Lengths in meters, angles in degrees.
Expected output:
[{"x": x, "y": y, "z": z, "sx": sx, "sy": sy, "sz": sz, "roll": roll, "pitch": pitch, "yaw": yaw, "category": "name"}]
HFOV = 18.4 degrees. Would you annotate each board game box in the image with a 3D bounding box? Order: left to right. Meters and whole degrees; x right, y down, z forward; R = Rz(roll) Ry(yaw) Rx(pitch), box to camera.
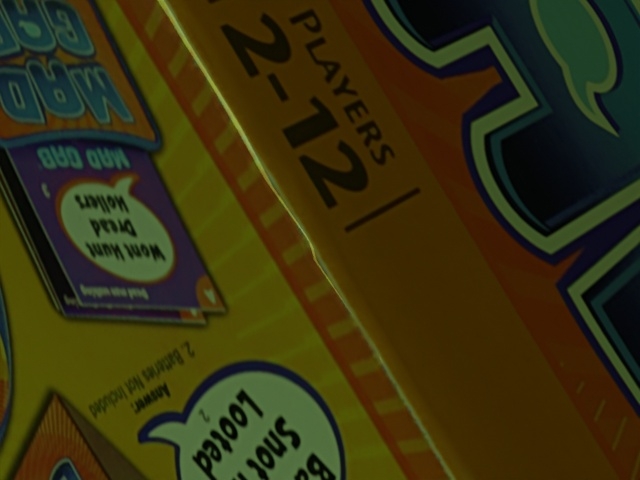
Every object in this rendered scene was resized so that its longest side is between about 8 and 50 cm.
[{"x": 0.000, "y": 0.000, "z": 0.678, "sx": 0.356, "sy": 0.356, "sz": 0.356, "roll": -34, "pitch": 86, "yaw": 45, "category": "board game box"}]
